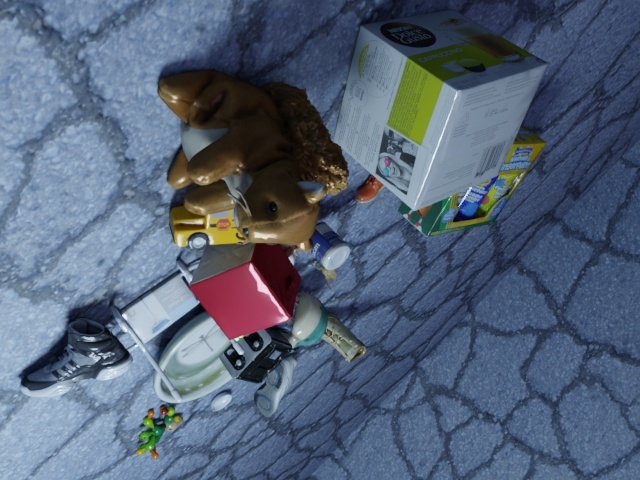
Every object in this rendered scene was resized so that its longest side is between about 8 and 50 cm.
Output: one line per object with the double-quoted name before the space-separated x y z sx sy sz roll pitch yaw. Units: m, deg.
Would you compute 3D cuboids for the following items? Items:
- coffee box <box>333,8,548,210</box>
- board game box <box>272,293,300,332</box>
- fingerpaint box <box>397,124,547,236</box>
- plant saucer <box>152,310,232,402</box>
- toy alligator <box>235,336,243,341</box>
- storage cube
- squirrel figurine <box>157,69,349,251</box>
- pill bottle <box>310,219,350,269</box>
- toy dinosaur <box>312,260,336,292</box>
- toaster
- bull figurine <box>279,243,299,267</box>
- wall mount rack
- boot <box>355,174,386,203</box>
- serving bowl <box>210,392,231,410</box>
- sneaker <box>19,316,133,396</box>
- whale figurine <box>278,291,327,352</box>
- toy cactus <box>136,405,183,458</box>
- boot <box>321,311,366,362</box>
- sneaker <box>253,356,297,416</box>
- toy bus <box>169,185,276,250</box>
"coffee box" 0.285 -0.343 1.616 0.338 0.334 0.338 -22 142 -33
"board game box" -0.116 0.163 1.921 0.194 0.060 0.194 39 55 -57
"fingerpaint box" 0.532 -0.221 2.218 0.445 0.163 0.371 -9 136 -45
"plant saucer" -0.335 0.312 1.912 0.400 0.100 0.400 -31 148 -22
"toy alligator" -0.209 0.209 1.792 0.051 0.056 0.189 31 105 -19
"storage cube" -0.184 0.101 1.616 0.215 0.183 0.193 -22 118 20
"squirrel figurine" -0.093 -0.161 1.328 0.397 0.370 0.281 -23 144 -34
"pill bottle" 0.000 0.000 1.866 0.094 0.169 0.094 -31 148 -23
"toy dinosaur" 0.021 0.099 2.099 0.053 0.092 0.183 -24 145 -32
"toaster" -0.186 0.333 1.914 0.168 0.110 0.186 -46 151 4
"bull figurine" -0.104 -0.013 1.755 0.188 0.101 0.310 -70 170 -52
"wall mount rack" -0.371 0.230 1.658 0.350 0.130 0.304 -36 125 -15
"boot" 0.163 -0.181 1.965 0.158 0.059 0.084 -43 149 -20
"serving bowl" -0.360 0.573 2.293 0.083 0.027 0.083 -32 149 -22
"sneaker" -0.599 0.271 1.530 0.269 0.101 0.153 -14 113 -4
"whale figurine" -0.095 0.288 2.084 0.272 0.216 0.141 -32 128 20
"toy cactus" -0.512 0.617 2.099 0.180 0.112 0.219 -5 125 -62
"boot" 0.050 0.354 2.352 0.095 0.203 0.262 -51 152 9
"sneaker" -0.163 0.567 2.464 0.129 0.111 0.297 -20 144 -47
"toy bus" -0.182 -0.066 1.510 0.333 0.108 0.130 -4 124 -20
